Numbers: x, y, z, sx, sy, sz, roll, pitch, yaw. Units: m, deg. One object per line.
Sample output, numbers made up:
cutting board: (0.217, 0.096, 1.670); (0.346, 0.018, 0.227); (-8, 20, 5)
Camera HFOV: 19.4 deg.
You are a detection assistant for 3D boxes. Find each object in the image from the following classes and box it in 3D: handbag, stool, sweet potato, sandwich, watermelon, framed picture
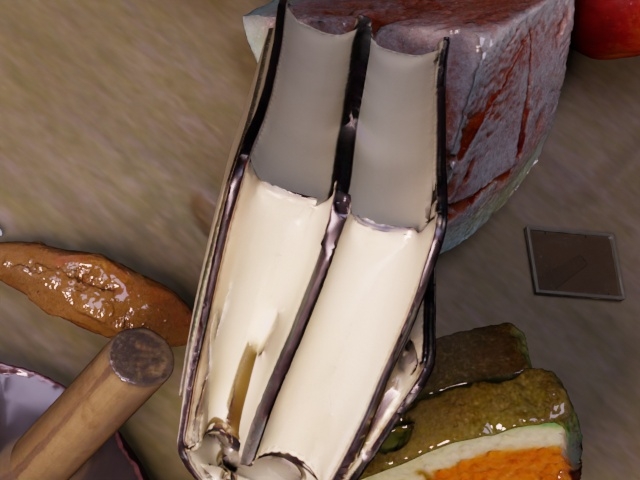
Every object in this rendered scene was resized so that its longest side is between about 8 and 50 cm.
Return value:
handbag: (0.000, 0.000, 1.316); (0.160, 0.236, 0.358); (18, 26, -4)
stool: (-0.210, 0.182, 1.248); (0.272, 0.178, 0.272); (12, 59, -20)
sweet potato: (-0.180, 0.038, 1.414); (0.206, 0.060, 0.068); (19, 23, -3)
sandwich: (0.081, 0.169, 1.371); (0.212, 0.292, 0.109); (22, 41, -30)
watermelon: (0.086, -0.149, 1.549); (0.261, 0.201, 0.213); (49, 47, 10)
framed picture: (0.222, 0.021, 1.637); (0.089, 0.006, 0.066); (4, 63, -22)

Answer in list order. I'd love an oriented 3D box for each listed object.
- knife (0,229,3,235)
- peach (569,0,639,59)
knife: (-0.339, -0.002, 1.387); (0.210, 0.015, 0.028); (-7, 61, -28)
peach: (0.280, -0.282, 1.684); (0.243, 0.243, 0.199); (48, 25, 5)
